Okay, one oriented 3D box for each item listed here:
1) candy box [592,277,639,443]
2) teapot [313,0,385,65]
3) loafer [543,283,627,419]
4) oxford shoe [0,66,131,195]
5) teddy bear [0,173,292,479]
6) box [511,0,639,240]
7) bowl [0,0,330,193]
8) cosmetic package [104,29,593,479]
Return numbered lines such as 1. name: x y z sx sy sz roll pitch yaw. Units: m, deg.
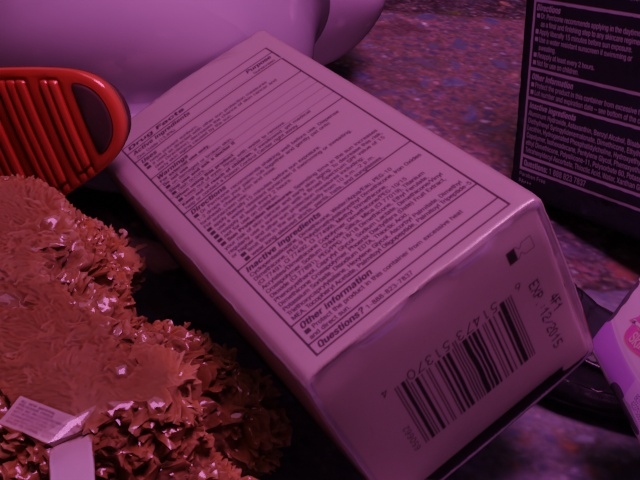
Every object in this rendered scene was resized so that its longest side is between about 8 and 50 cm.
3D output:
1. candy box: 0.260 0.110 0.540 0.196 0.070 0.165 23 26 -17
2. teapot: -0.068 -0.261 1.076 0.256 0.187 0.252 14 38 -46
3. loafer: 0.141 0.051 0.672 0.223 0.078 0.076 21 33 23
4. oxford shoe: -0.221 -0.066 0.696 0.271 0.097 0.098 -10 14 32
5. teddy bear: -0.129 0.105 0.522 0.338 0.113 0.245 37 47 29
6. box: 0.316 -0.153 0.794 0.183 0.294 0.296 -12 24 -29
7. bowl: -0.133 -0.121 0.788 0.298 0.298 0.134 -1 72 -14
8. cosmetic package: 0.000 0.000 0.620 0.153 0.129 0.296 -37 40 -8
